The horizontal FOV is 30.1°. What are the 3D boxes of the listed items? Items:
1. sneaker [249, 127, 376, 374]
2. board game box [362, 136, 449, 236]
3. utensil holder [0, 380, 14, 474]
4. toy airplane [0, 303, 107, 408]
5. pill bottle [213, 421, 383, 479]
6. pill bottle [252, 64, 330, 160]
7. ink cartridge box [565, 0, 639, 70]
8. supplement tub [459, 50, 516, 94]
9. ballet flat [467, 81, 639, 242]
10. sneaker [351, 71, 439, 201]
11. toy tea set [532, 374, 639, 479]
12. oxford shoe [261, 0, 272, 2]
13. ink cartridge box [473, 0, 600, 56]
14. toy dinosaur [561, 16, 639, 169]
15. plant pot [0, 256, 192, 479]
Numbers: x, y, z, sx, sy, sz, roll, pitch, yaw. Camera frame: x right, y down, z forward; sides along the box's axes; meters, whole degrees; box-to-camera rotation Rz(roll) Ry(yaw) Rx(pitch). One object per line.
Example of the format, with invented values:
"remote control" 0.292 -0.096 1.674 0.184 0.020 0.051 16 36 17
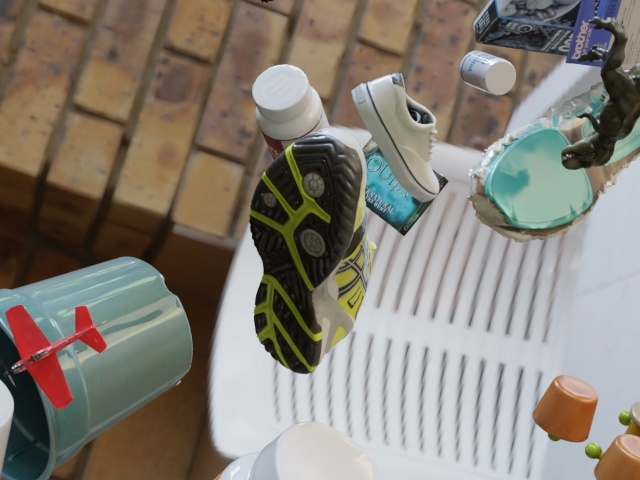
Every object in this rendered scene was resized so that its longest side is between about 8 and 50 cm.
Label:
"sneaker" 0.000 0.000 1.559 0.147 0.145 0.384 -38 -28 -39
"board game box" 0.124 -0.105 2.113 0.126 0.026 0.186 -52 50 1
"utensil holder" -0.618 0.376 1.671 0.327 0.328 0.385 -106 33 -72
"toy airplane" -0.346 0.142 1.562 0.028 0.151 0.151 147 140 -73
"pill bottle" -0.096 0.434 1.652 0.392 0.224 0.224 -47 23 31
"pill bottle" -0.048 -0.212 2.156 0.221 0.121 0.121 67 -149 -58
"ink cartridge box" 0.449 -0.294 1.455 0.065 0.311 0.185 -122 38 -59
"supplement tub" 0.321 -0.324 2.297 0.107 0.071 0.071 38 111 62
"ballet flat" 0.304 -0.094 1.543 0.409 0.147 0.147 -29 -21 -39
"sneaker" 0.142 -0.156 1.856 0.091 0.258 0.094 -23 47 16
"toy tea set" 0.391 0.294 1.424 0.336 0.200 0.124 47 126 49
"oxford shoe" -0.109 -0.425 1.882 0.082 0.227 0.096 98 168 -59
"ink cartridge box" 0.338 -0.315 1.576 0.206 0.208 0.045 126 144 -63
"toy dinosaur" 0.335 -0.182 1.327 0.118 0.064 0.268 67 157 20
"plant pot" -0.422 0.198 2.036 0.334 0.341 0.341 -24 -27 -41
